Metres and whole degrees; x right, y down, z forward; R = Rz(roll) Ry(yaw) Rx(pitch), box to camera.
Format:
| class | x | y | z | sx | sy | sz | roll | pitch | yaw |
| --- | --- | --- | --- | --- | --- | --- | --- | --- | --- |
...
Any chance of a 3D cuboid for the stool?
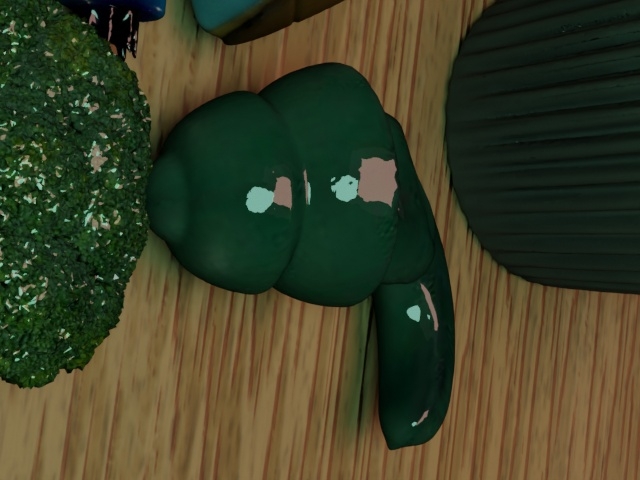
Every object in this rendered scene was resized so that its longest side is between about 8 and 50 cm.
| class | x | y | z | sx | sy | sz | roll | pitch | yaw |
| --- | --- | --- | --- | --- | --- | --- | --- | --- | --- |
| stool | 0.294 | -0.089 | 1.355 | 0.297 | 0.330 | 0.297 | 3 | 85 | -41 |

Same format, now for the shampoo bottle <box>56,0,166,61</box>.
| class | x | y | z | sx | sy | sz | roll | pitch | yaw |
| --- | --- | --- | --- | --- | --- | --- | --- | --- | --- |
| shampoo bottle | -0.134 | -0.208 | 1.169 | 0.087 | 0.050 | 0.183 | 10 | 81 | -43 |

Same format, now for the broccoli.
| class | x | y | z | sx | sy | sz | roll | pitch | yaw |
| --- | --- | --- | --- | --- | --- | --- | --- | --- | --- |
| broccoli | -0.210 | -0.037 | 0.993 | 0.241 | 0.269 | 0.261 | -33 | 138 | -2 |

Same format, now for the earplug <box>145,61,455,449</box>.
| class | x | y | z | sx | sy | sz | roll | pitch | yaw |
| --- | --- | --- | --- | --- | --- | --- | --- | --- | --- |
| earplug | -0.004 | 0.001 | 1.235 | 0.280 | 0.164 | 0.257 | 4 | 122 | -30 |

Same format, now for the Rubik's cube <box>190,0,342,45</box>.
| class | x | y | z | sx | sy | sz | roll | pitch | yaw |
| --- | --- | --- | --- | --- | --- | --- | --- | --- | --- |
| Rubik's cube | 0.007 | -0.287 | 1.190 | 0.254 | 0.254 | 0.254 | 2 | 87 | -41 |
